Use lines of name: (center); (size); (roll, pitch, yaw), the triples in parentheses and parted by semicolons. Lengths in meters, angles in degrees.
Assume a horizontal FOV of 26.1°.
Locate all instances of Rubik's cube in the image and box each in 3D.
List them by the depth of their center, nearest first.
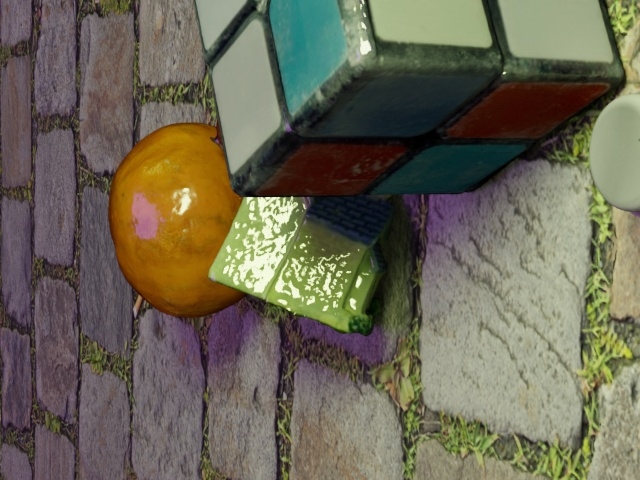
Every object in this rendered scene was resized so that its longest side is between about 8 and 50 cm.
Rubik's cube: (0.075, -0.241, 1.422); (0.318, 0.313, 0.316); (-37, 59, 56)

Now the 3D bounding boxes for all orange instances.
orange: (-0.191, -0.031, 1.996); (0.284, 0.226, 0.284); (171, 90, -86)

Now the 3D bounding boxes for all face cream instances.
face cream: (0.304, -0.077, 1.218); (0.117, 0.104, 0.117); (2, 93, 62)

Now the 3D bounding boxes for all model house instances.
model house: (0.000, 0.000, 1.741); (0.195, 0.214, 0.189); (2, -72, -76)

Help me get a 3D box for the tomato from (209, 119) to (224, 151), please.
tomato: (-0.060, -0.144, 1.861); (0.167, 0.167, 0.167); (6, 97, 62)
